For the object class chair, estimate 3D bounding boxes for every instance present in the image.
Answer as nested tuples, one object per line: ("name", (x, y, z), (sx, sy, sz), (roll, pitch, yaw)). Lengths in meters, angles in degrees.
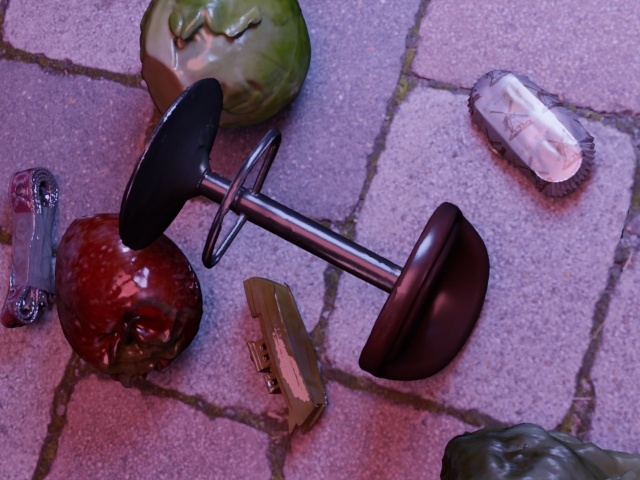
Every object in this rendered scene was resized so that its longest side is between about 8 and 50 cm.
("chair", (0.000, 0.000, 1.169), (0.401, 0.226, 0.227), (27, 86, 7))

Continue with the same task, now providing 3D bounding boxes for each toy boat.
("toy boat", (-0.052, 0.141, 1.289), (0.072, 0.064, 0.206), (-28, 68, 26))

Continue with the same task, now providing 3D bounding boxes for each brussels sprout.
("brussels sprout", (-0.123, -0.255, 1.328), (0.244, 0.244, 0.244), (-5, 75, 18))

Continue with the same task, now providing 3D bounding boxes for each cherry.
("cherry", (-0.255, 0.056, 1.319), (0.175, 0.192, 0.250), (-24, 57, -26))

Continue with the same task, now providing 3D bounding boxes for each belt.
("belt", (-0.404, 0.009, 1.447), (0.053, 0.071, 0.232), (-9, 70, 24))

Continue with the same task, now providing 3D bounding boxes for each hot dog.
("hot dog", (0.253, -0.138, 1.258), (0.099, 0.053, 0.192), (-43, 64, 3))

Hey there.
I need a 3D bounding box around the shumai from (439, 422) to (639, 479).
("shumai", (0.296, 0.354, 1.002), (0.348, 0.395, 0.395), (-9, 72, -5))
